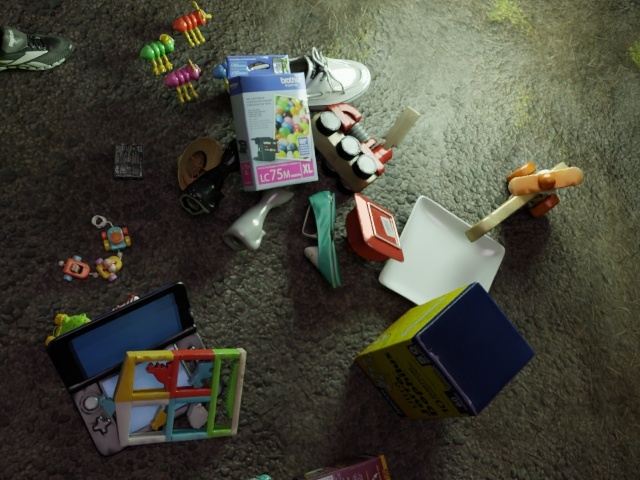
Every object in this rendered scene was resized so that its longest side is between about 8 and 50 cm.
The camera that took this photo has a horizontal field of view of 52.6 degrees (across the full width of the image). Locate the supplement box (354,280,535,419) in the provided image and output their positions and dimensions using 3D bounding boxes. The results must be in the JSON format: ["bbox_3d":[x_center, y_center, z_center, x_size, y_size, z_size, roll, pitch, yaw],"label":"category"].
[{"bbox_3d":[0.256,0.255,1.424,0.195,0.356,0.194,-37,87,-23],"label":"supplement box"}]

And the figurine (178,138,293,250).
[{"bbox_3d":[-0.188,-0.108,1.537,0.215,0.092,0.209,42,62,-12],"label":"figurine"}]

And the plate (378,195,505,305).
[{"bbox_3d":[0.311,0.065,1.669,0.277,0.045,0.278,31,68,-5],"label":"plate"}]

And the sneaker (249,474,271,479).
[{"bbox_3d":[-0.152,0.578,1.371,0.076,0.065,0.166,46,69,-18],"label":"sneaker"}]

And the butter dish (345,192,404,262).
[{"bbox_3d":[0.113,-0.010,1.595,0.160,0.118,0.160,24,43,-41],"label":"butter dish"}]

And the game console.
[{"bbox_3d":[-0.365,0.266,1.328,0.293,0.173,0.250,-26,83,-22],"label":"game console"}]

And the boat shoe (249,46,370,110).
[{"bbox_3d":[-0.024,-0.423,1.649,0.367,0.156,0.136,-9,77,-19],"label":"boat shoe"}]

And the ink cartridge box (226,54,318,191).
[{"bbox_3d":[-0.111,-0.280,1.513,0.186,0.065,0.311,-13,97,-37],"label":"ink cartridge box"}]

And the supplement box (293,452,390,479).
[{"bbox_3d":[0.048,0.532,1.414,0.188,0.104,0.081,-11,78,-20],"label":"supplement box"}]

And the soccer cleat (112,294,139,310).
[{"bbox_3d":[-0.429,0.155,1.420,0.035,0.029,0.083,45,62,4],"label":"soccer cleat"}]

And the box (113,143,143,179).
[{"bbox_3d":[-0.450,-0.184,1.519,0.067,0.018,0.083,0,74,-17],"label":"box"}]

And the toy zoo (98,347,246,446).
[{"bbox_3d":[-0.304,0.321,1.336,0.293,0.030,0.192,4,99,-28],"label":"toy zoo"}]

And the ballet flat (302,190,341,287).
[{"bbox_3d":[0.000,0.000,1.583,0.087,0.083,0.247,-5,74,6],"label":"ballet flat"}]

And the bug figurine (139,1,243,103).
[{"bbox_3d":[-0.312,-0.455,1.573,0.216,0.072,0.279,-33,66,-16],"label":"bug figurine"}]

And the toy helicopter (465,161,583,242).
[{"bbox_3d":[0.520,-0.101,1.681,0.355,0.235,0.140,-33,86,-23],"label":"toy helicopter"}]

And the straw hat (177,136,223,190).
[{"bbox_3d":[-0.304,-0.184,1.538,0.061,0.144,0.144,23,61,34],"label":"straw hat"}]

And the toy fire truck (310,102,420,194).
[{"bbox_3d":[0.114,-0.274,1.665,0.217,0.158,0.246,50,55,2],"label":"toy fire truck"}]

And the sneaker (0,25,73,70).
[{"bbox_3d":[-0.685,-0.440,1.475,0.234,0.106,0.078,-13,79,-20],"label":"sneaker"}]

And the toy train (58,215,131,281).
[{"bbox_3d":[-0.492,0.024,1.429,0.125,0.046,0.166,26,69,-9],"label":"toy train"}]

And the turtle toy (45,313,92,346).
[{"bbox_3d":[-0.515,0.215,1.352,0.095,0.066,0.130,11,70,13],"label":"turtle toy"}]
